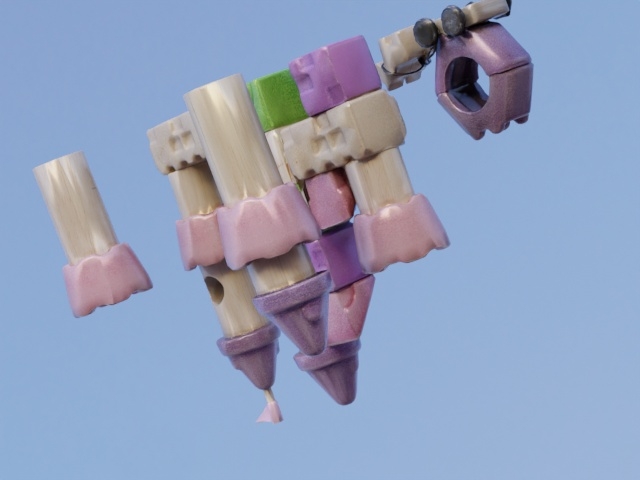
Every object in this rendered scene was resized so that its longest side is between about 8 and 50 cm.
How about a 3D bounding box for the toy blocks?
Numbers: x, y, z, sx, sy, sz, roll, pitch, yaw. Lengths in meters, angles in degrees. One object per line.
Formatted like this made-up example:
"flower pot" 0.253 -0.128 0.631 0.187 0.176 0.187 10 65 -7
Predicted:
"toy blocks" 0.000 0.000 1.105 0.309 0.260 0.288 -24 4 -38
